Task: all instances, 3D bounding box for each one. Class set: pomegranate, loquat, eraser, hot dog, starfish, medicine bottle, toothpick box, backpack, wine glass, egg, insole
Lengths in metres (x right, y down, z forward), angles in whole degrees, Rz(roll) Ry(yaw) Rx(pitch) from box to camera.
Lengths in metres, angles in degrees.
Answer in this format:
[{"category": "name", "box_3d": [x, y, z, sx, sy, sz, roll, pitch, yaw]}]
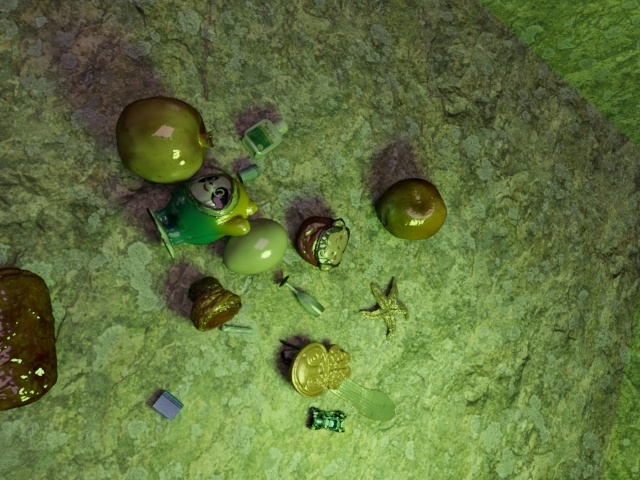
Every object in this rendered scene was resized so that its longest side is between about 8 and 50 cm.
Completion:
[{"category": "pomegranate", "box_3d": [-0.516, -0.342, 1.410, 0.319, 0.319, 0.319, 4, 79, -23]}, {"category": "loquat", "box_3d": [0.387, -0.126, 1.786, 0.284, 0.276, 0.276, -22, 90, -8]}, {"category": "eraser", "box_3d": [-0.512, 0.554, 1.401, 0.085, 0.027, 0.063, 43, 67, -10]}, {"category": "hot dog", "box_3d": [-0.875, 0.270, 1.164, 0.267, 0.174, 0.387, 10, 66, -66]}, {"category": "starfish", "box_3d": [0.280, 0.287, 1.782, 0.236, 0.062, 0.277, 11, 81, -16]}, {"category": "medicine bottle", "box_3d": [-0.218, -0.420, 1.671, 0.183, 0.069, 0.119, -41, 95, -25]}, {"category": "toothpick box", "box_3d": [-0.279, -0.261, 1.626, 0.083, 0.052, 0.052, -31, 94, -24]}, {"category": "backpack", "box_3d": [0.001, 0.000, 1.662, 0.229, 0.139, 0.229, -4, 101, -21]}, {"category": "wine glass", "box_3d": [-0.072, 0.222, 1.631, 0.198, 0.066, 0.066, 43, 68, -14]}, {"category": "egg", "box_3d": [-0.237, 0.025, 1.521, 0.254, 0.188, 0.188, -34, 95, -19]}, {"category": "insole", "box_3d": [0.171, 0.637, 1.690, 0.348, 0.009, 0.119, 35, 70, -14]}]

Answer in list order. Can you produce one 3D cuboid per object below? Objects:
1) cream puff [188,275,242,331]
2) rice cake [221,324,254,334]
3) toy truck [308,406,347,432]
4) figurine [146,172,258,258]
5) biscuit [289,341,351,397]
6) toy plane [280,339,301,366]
[{"category": "cream puff", "box_3d": [-0.385, 0.205, 1.459, 0.183, 0.183, 0.169, -28, 70, -25]}, {"category": "rice cake", "box_3d": [-0.304, 0.330, 1.532, 0.121, 0.021, 0.022, 12, 67, -20]}, {"category": "toy truck", "box_3d": [0.036, 0.689, 1.586, 0.154, 0.078, 0.080, 15, 77, -21]}, {"category": "figurine", "box_3d": [-0.404, -0.098, 1.455, 0.340, 0.231, 0.323, -27, 57, -18]}, {"category": "biscuit", "box_3d": [0.008, 0.488, 1.580, 0.289, 0.044, 0.202, 10, 77, -35]}, {"category": "toy plane", "box_3d": [-0.077, 0.454, 1.593, 0.197, 0.053, 0.078, 28, 62, -12]}]
